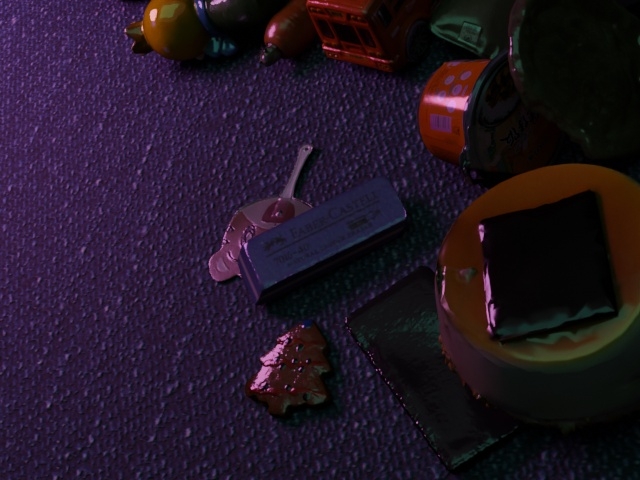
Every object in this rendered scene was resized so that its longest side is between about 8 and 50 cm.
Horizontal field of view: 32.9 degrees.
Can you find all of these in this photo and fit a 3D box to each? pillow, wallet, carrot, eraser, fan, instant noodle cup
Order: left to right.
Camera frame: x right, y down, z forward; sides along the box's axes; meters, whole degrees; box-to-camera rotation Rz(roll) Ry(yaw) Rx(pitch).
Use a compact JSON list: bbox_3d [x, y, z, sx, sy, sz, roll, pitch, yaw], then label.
[{"bbox_3d":[-0.055,-0.037,1.445,0.152,0.008,0.227,6,61,28],"label":"fan"},{"bbox_3d":[0.000,0.000,1.368,0.225,0.036,0.082,-26,56,2],"label":"eraser"},{"bbox_3d":[0.015,-0.379,1.618,0.069,0.069,0.336,26,68,36],"label":"carrot"},{"bbox_3d":[0.134,0.140,1.221,0.124,0.025,0.244,-35,50,-2],"label":"wallet"},{"bbox_3d":[0.199,-0.151,1.317,0.208,0.178,0.125,-31,29,-30],"label":"instant noodle cup"},{"bbox_3d":[0.247,-0.343,1.488,0.130,0.033,0.217,28,71,12],"label":"pillow"}]

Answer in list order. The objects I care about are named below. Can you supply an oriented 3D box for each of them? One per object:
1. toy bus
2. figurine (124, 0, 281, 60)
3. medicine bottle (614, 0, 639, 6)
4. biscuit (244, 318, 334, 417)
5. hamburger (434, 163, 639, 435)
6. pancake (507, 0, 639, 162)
[{"bbox_3d":[0.123,-0.400,1.524,0.143,0.153,0.329,20,68,36],"label":"toy bus"},{"bbox_3d":[-0.177,-0.361,1.665,0.234,0.127,0.185,-21,37,27],"label":"figurine"},{"bbox_3d":[0.469,-0.419,1.328,0.384,0.224,0.224,-17,52,14],"label":"medicine bottle"},{"bbox_3d":[-0.032,0.151,1.296,0.119,0.019,0.130,3,58,26],"label":"biscuit"},{"bbox_3d":[0.259,0.060,1.123,0.294,0.179,0.276,-17,48,16],"label":"hamburger"},{"bbox_3d":[0.318,-0.204,1.265,0.222,0.236,0.042,-38,5,-26],"label":"pancake"}]
